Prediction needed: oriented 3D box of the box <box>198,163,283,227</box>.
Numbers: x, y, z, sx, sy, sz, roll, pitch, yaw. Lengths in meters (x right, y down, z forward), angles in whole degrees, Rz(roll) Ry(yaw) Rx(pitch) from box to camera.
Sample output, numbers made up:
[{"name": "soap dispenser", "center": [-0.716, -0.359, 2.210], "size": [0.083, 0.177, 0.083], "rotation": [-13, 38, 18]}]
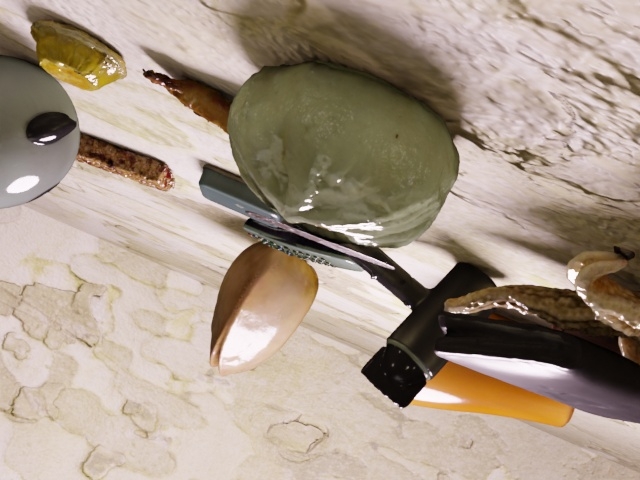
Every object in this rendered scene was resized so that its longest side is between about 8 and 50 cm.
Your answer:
[{"name": "box", "center": [-0.106, -0.059, 1.124], "size": [0.126, 0.031, 0.091], "rotation": [24, 169, 0]}]

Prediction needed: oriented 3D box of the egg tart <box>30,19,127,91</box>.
[{"name": "egg tart", "center": [-0.243, -0.179, 0.812], "size": [0.105, 0.039, 0.105], "rotation": [20, 167, 5]}]

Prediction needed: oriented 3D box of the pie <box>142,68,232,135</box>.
[{"name": "pie", "center": [-0.085, -0.114, 0.806], "size": [0.191, 0.033, 0.088], "rotation": [35, 180, -1]}]

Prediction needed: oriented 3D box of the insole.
[{"name": "insole", "center": [0.000, 0.000, 0.686], "size": [0.135, 0.002, 0.045], "rotation": [21, 174, -8]}]

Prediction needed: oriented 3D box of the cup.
[{"name": "cup", "center": [0.261, 0.181, 1.271], "size": [0.264, 0.182, 0.226], "rotation": [14, -160, 11]}]

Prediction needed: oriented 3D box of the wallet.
[{"name": "wallet", "center": [0.298, 0.158, 0.903], "size": [0.378, 0.051, 0.197], "rotation": [26, 164, -37]}]

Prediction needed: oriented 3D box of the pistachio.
[{"name": "pistachio", "center": [-0.113, 0.122, 1.423], "size": [0.163, 0.260, 0.213], "rotation": [29, 178, 21]}]

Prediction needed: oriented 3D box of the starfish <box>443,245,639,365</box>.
[{"name": "starfish", "center": [0.314, 0.088, 0.849], "size": [0.432, 0.082, 0.324], "rotation": [20, 173, -28]}]

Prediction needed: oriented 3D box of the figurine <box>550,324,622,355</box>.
[{"name": "figurine", "center": [0.377, 0.172, 1.117], "size": [0.154, 0.082, 0.098], "rotation": [20, 163, 11]}]

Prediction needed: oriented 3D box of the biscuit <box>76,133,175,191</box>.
[{"name": "biscuit", "center": [-0.311, -0.121, 1.223], "size": [0.199, 0.034, 0.064], "rotation": [19, 169, 12]}]

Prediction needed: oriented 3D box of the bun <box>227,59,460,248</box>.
[{"name": "bun", "center": [0.010, -0.062, 0.673], "size": [0.195, 0.118, 0.195], "rotation": [24, 171, 4]}]

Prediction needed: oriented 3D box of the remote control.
[{"name": "remote control", "center": [-0.025, 0.005, 1.242], "size": [0.222, 0.042, 0.072], "rotation": [15, 167, 37]}]

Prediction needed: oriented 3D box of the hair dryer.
[{"name": "hair dryer", "center": [0.077, 0.066, 1.057], "size": [0.248, 0.195, 0.078], "rotation": [41, 161, 17]}]

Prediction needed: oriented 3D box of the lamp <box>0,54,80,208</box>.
[{"name": "lamp", "center": [-0.387, -0.130, 0.978], "size": [0.198, 0.197, 0.244], "rotation": [26, -176, -17]}]
